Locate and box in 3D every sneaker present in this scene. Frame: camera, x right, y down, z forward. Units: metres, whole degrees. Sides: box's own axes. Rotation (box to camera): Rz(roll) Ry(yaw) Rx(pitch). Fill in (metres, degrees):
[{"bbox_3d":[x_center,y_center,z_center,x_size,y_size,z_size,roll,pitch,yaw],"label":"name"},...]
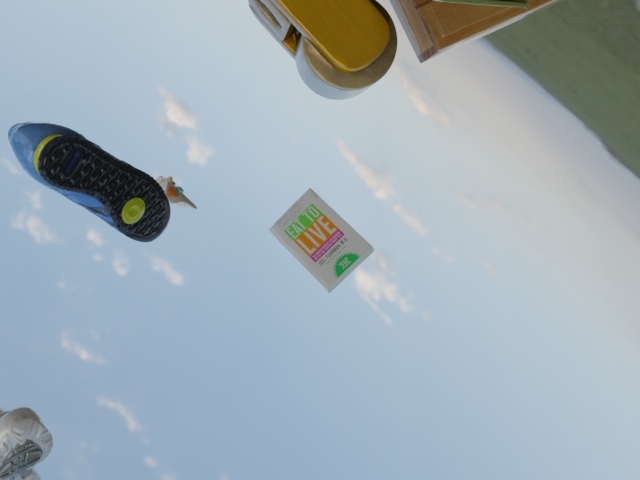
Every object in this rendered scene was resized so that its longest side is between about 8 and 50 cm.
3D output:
[{"bbox_3d":[-0.418,0.260,1.102,0.090,0.232,0.115,-17,-115,-36],"label":"sneaker"},{"bbox_3d":[-0.241,-0.066,0.899,0.082,0.069,0.209,27,173,36],"label":"sneaker"}]

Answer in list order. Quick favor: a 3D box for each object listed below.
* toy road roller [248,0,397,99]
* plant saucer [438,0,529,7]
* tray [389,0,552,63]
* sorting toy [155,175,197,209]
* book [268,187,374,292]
[{"bbox_3d":[0.008,-0.362,1.051,0.329,0.240,0.202,49,178,-7],"label":"toy road roller"},{"bbox_3d":[0.145,-0.342,0.928,0.188,0.045,0.188,-13,-91,-45],"label":"plant saucer"},{"bbox_3d":[0.294,-0.457,1.358,0.202,0.411,0.076,64,158,-3],"label":"tray"},{"bbox_3d":[-0.253,-0.076,1.472,0.075,0.045,0.083,36,166,-33],"label":"sorting toy"},{"bbox_3d":[0.000,0.000,1.309,0.144,0.096,0.035,44,175,26],"label":"book"}]
